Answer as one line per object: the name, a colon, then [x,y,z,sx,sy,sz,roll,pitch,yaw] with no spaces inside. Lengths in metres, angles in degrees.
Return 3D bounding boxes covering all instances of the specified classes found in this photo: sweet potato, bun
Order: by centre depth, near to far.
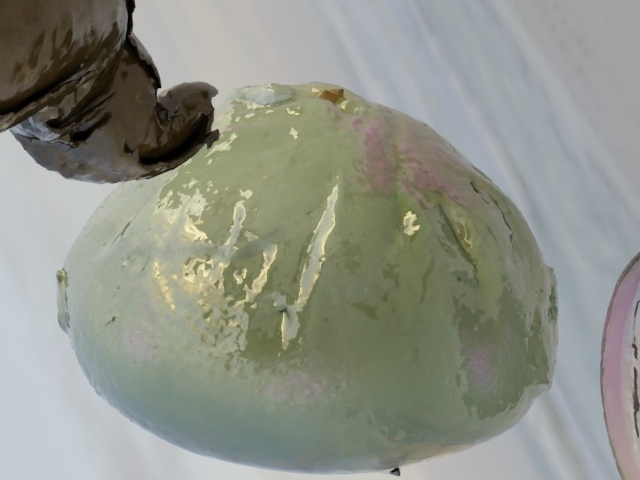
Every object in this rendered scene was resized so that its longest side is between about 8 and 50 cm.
sweet potato: [-0.133,-0.069,0.676,0.098,0.124,0.310,45,-152,21]
bun: [0.000,0.000,1.081,0.293,0.293,0.187,-110,23,-63]

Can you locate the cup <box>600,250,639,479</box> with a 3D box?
cup: [0.313,0.073,1.034,0.253,0.274,0.253,173,90,-67]
